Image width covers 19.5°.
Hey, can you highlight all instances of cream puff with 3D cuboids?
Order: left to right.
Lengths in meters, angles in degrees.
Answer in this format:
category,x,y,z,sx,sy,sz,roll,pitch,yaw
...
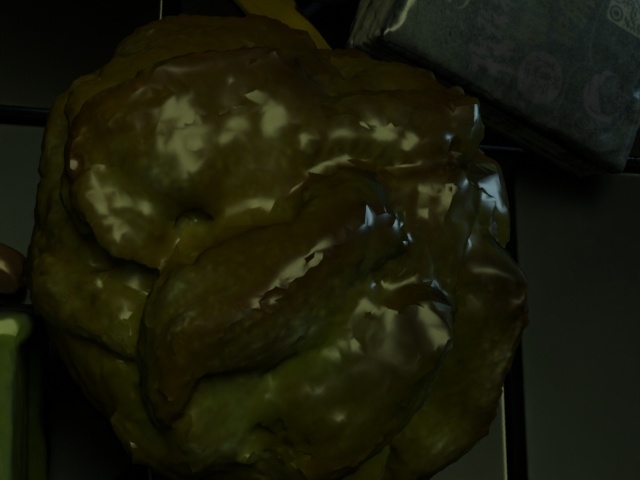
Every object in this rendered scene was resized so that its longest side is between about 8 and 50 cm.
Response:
category,x,y,z,sx,sy,sz,roll,pitch,yaw
cream puff,-0.014,0.009,0.812,0.244,0.196,0.244,10,51,-13

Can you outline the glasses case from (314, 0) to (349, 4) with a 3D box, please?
category,x,y,z,sx,sy,sz,roll,pitch,yaw
glasses case,-0.050,-0.273,1.013,0.131,0.074,0.323,-37,77,-25

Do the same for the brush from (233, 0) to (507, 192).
category,x,y,z,sx,sy,sz,roll,pitch,yaw
brush,0.005,-0.082,0.972,0.083,0.011,0.205,-32,74,-21

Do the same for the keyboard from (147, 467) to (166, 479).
category,x,y,z,sx,sy,sz,roll,pitch,yaw
keyboard,-0.017,0.102,0.880,0.129,0.015,0.049,-1,66,-11

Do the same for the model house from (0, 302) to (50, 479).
category,x,y,z,sx,sy,sz,roll,pitch,yaw
model house,-0.215,0.108,0.796,0.194,0.170,0.211,-2,38,-4

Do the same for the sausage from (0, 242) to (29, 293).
category,x,y,z,sx,sy,sz,roll,pitch,yaw
sausage,-0.192,-0.005,0.892,0.116,0.026,0.026,24,64,0

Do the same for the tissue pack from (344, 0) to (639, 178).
category,x,y,z,sx,sy,sz,roll,pitch,yaw
tissue pack,0.101,-0.114,0.947,0.156,0.051,0.112,27,74,-24
